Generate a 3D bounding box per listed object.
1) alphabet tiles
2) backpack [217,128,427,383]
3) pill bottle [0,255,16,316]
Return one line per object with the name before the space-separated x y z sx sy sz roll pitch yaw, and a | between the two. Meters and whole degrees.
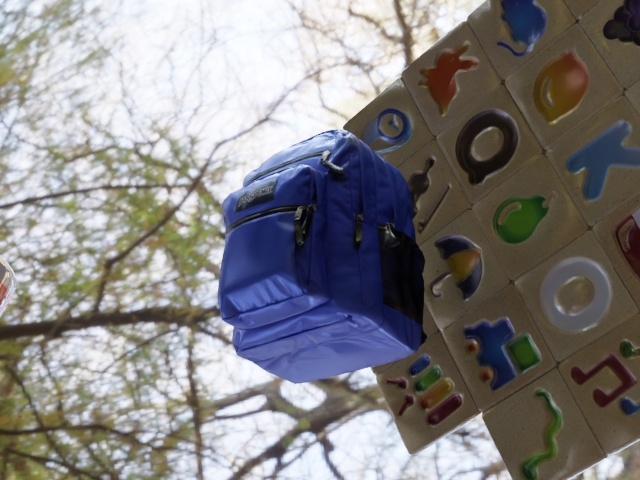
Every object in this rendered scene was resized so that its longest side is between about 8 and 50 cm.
alphabet tiles | 0.146 -0.030 0.560 0.011 0.342 0.285 16 -137 -50
backpack | 0.000 0.000 0.507 0.101 0.098 0.120 40 -136 -46
pill bottle | -0.221 0.066 0.456 0.087 0.087 0.160 40 -118 -33
